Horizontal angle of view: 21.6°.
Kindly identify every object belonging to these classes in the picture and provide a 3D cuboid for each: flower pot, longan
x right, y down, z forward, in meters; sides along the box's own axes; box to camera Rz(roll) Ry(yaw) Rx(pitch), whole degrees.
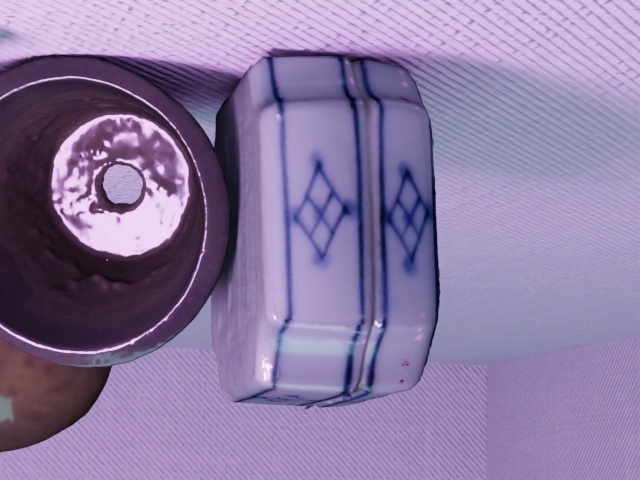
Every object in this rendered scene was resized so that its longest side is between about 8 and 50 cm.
[{"bbox_3d":[-0.194,-0.036,1.485,0.269,0.269,0.166,0,-169,11],"label":"flower pot"},{"bbox_3d":[-0.431,0.112,2.158,0.361,0.361,0.361,2,171,0],"label":"longan"}]

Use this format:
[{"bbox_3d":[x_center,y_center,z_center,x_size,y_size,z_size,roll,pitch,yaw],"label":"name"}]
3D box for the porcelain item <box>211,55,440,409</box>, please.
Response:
[{"bbox_3d":[0.000,0.000,1.426,0.157,0.285,0.281,1,170,-14],"label":"porcelain item"}]
